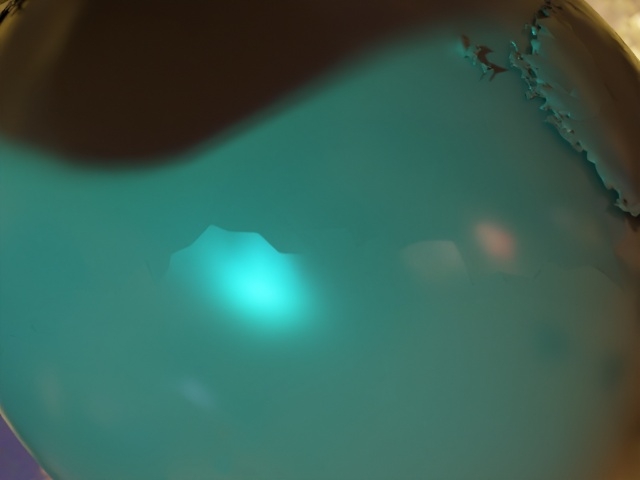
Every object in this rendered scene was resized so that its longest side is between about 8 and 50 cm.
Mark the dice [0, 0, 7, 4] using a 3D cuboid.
[{"bbox_3d":[-0.119,-0.126,0.310,0.169,0.169,0.166,-31,-47,-41],"label":"dice"}]

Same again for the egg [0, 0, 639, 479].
[{"bbox_3d":[0.000,0.000,0.410,0.146,0.199,0.146,-12,-67,-31],"label":"egg"}]
